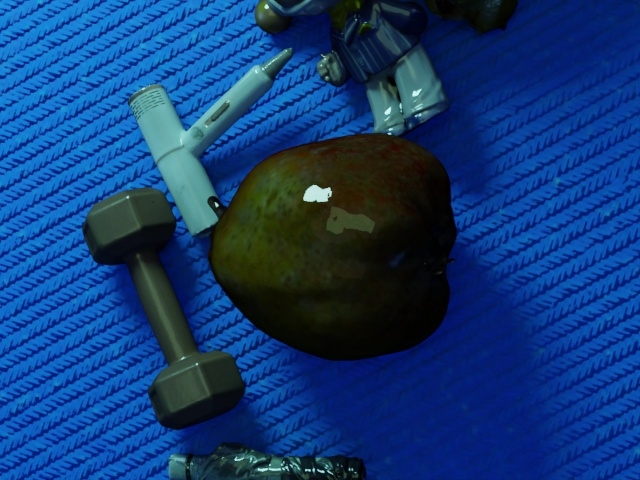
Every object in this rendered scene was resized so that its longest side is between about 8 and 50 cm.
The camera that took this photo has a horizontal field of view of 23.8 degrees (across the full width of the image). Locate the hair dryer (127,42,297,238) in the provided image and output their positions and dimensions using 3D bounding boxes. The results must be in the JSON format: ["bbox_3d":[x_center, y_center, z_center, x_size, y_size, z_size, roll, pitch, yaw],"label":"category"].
[{"bbox_3d":[-0.081,-0.109,1.445,0.183,0.044,0.155,-29,81,21],"label":"hair dryer"}]

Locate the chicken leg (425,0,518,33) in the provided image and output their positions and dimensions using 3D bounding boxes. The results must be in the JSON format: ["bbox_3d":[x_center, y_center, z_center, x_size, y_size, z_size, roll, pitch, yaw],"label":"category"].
[{"bbox_3d":[0.258,-0.339,1.398,0.211,0.140,0.361,28,112,-4],"label":"chicken leg"}]

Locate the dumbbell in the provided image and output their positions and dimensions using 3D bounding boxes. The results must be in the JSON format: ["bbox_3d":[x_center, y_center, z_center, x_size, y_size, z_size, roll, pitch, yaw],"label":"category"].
[{"bbox_3d":[-0.150,0.063,1.435,0.082,0.092,0.231,-19,79,-22],"label":"dumbbell"}]

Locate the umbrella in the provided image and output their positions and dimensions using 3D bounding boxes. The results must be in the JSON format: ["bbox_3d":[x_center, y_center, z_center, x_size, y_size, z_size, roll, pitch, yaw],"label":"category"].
[{"bbox_3d":[-0.050,0.214,1.419,0.188,0.046,0.050,1,91,15],"label":"umbrella"}]

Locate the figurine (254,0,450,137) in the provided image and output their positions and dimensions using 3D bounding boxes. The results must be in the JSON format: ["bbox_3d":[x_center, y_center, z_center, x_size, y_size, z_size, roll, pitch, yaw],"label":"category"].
[{"bbox_3d":[0.037,-0.230,1.414,0.133,0.194,0.274,-29,68,-39],"label":"figurine"}]

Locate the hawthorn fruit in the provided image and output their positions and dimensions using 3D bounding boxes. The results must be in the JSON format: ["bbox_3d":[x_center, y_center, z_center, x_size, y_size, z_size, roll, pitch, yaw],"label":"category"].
[{"bbox_3d":[0.000,0.000,1.372,0.248,0.208,0.208,9,84,28],"label":"hawthorn fruit"}]
